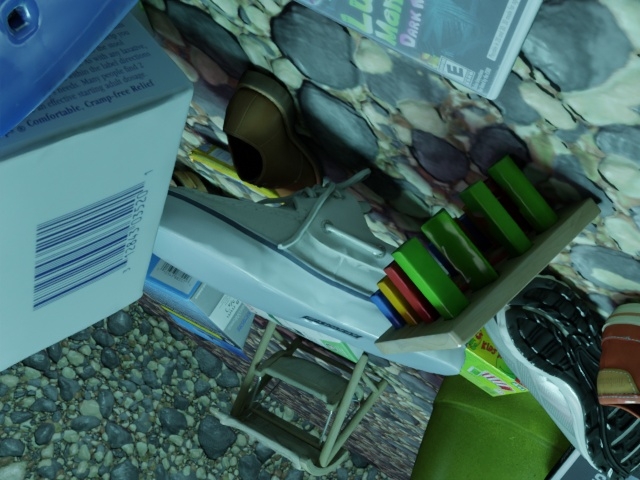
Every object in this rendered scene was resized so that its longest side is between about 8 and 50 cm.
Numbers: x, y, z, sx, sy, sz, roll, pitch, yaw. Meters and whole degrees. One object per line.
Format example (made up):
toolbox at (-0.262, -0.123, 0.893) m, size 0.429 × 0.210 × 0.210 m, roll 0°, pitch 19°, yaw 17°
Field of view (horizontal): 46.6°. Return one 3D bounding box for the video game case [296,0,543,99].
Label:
video game case at (0.047, -0.171, 0.421) m, size 0.173 × 0.022 × 0.190 m, roll 30°, pitch 163°, yaw 9°

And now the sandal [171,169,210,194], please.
sandal at (-0.181, -0.066, 1.057) m, size 0.219 × 0.060 × 0.090 m, roll 18°, pitch 169°, yaw -2°

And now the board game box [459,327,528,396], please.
board game box at (0.184, 0.134, 0.969) m, size 0.181 × 0.043 × 0.092 m, roll 34°, pitch 157°, yaw -5°

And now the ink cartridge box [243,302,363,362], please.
ink cartridge box at (-0.035, 0.077, 1.118) m, size 0.219 × 0.092 × 0.160 m, roll 21°, pitch 159°, yaw 32°

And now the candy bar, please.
candy bar at (-0.086, -0.079, 0.881) m, size 0.161 × 0.040 × 0.018 m, roll 27°, pitch 134°, yaw 19°

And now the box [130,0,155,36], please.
box at (-0.235, -0.255, 0.654) m, size 0.145 × 0.038 × 0.186 m, roll 29°, pitch 161°, yaw 14°

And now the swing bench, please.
swing bench at (-0.043, 0.326, 1.538) m, size 0.253 × 0.254 × 0.165 m, roll 21°, pitch 160°, yaw 32°

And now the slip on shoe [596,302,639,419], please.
slip on shoe at (0.387, 0.182, 0.668) m, size 0.331 × 0.101 × 0.123 m, roll 32°, pitch 161°, yaw -5°

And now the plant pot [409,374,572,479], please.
plant pot at (0.268, 0.418, 1.091) m, size 0.366 × 0.353 × 0.366 m, roll 30°, pitch 162°, yaw 10°

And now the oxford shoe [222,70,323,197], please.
oxford shoe at (-0.054, -0.081, 0.756) m, size 0.076 × 0.076 × 0.212 m, roll 21°, pitch 163°, yaw 23°

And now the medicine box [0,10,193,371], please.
medicine box at (-0.256, -0.096, 0.565) m, size 0.289 × 0.149 × 0.263 m, roll 48°, pitch 142°, yaw 17°

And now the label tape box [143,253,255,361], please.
label tape box at (-0.273, 0.117, 1.617) m, size 0.241 × 0.106 × 0.333 m, roll 22°, pitch 160°, yaw 29°

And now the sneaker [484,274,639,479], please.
sneaker at (0.258, 0.136, 0.768) m, size 0.271 × 0.100 × 0.108 m, roll 52°, pitch 171°, yaw -15°

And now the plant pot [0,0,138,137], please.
plant pot at (-0.200, -0.231, 0.353) m, size 0.236 × 0.236 × 0.212 m, roll 30°, pitch 157°, yaw 10°

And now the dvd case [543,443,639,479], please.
dvd case at (0.383, 0.267, 0.849) m, size 0.179 × 0.029 × 0.238 m, roll 27°, pitch 134°, yaw 14°

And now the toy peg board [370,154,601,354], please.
toy peg board at (0.110, 0.009, 0.607) m, size 0.079 × 0.161 × 0.160 m, roll 51°, pitch 162°, yaw -2°

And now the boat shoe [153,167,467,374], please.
boat shoe at (0.005, -0.001, 0.722) m, size 0.367 × 0.156 × 0.136 m, roll 24°, pitch 162°, yaw -18°
